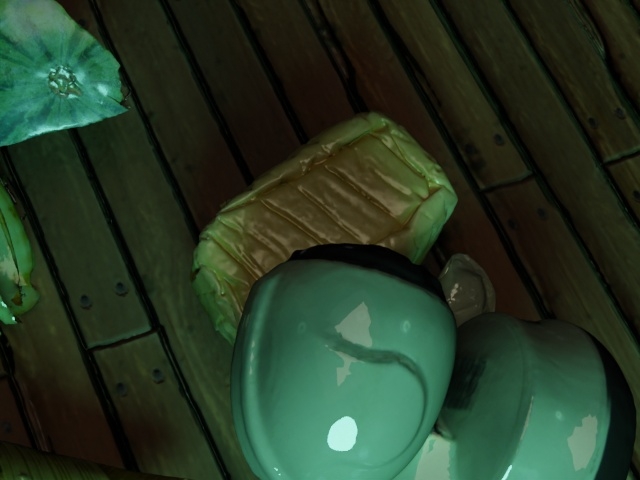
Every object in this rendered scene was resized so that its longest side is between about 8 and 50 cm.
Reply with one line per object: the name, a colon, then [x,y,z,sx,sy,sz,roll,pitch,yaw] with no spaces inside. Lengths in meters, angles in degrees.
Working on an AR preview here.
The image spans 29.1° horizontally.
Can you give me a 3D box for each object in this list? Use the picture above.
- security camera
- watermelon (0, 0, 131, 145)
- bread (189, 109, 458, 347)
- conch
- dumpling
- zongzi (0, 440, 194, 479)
security camera: [0.063,0.113,0.881,0.277,0.197,0.191,23,74,-21]
watermelon: [-0.290,-0.143,1.026,0.231,0.128,0.146,26,68,34]
bread: [0.000,0.000,1.016,0.236,0.106,0.140,-37,75,-21]
conch: [-0.284,-0.009,1.006,0.106,0.079,0.170,-42,91,-17]
dumpling: [0.122,0.053,1.045,0.059,0.043,0.077,22,58,-22]
zongzi: [-0.244,0.264,0.854,0.288,0.134,0.285,12,70,-10]
